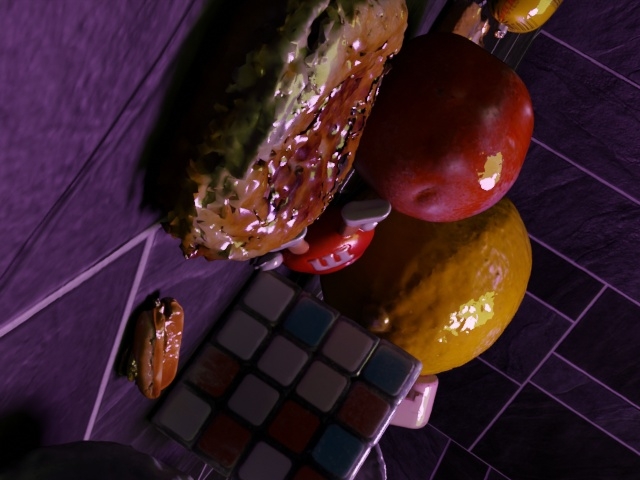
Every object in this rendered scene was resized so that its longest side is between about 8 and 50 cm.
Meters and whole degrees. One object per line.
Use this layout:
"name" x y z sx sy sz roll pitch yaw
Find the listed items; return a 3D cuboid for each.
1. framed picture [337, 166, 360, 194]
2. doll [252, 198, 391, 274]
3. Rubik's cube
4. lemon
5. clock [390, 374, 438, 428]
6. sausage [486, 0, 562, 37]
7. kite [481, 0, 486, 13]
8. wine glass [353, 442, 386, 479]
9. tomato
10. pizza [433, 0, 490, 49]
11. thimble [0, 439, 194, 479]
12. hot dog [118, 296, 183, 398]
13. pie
"framed picture" 0.075 -0.136 1.209 0.149 0.011 0.109 -57 170 6
"doll" 0.000 0.000 0.990 0.183 0.085 0.217 -18 175 -5
"Rubik's cube" -0.042 0.226 1.085 0.256 0.253 0.259 -54 172 -16
"lemon" 0.153 0.063 1.300 0.364 0.364 0.364 -54 170 -14
"clock" 0.055 0.233 1.458 0.309 0.284 0.114 -108 -151 -78
"sausage" 0.367 -0.470 1.222 0.347 0.123 0.123 -58 171 10
"kite" 0.222 -0.310 1.362 0.229 0.016 0.127 -60 173 25
"wine glass" -0.080 0.451 1.321 0.406 0.267 0.267 -15 140 -52
"tomato" 0.147 -0.137 0.960 0.232 0.232 0.188 -56 155 -3
"pizza" 0.206 -0.268 1.239 0.189 0.071 0.297 -57 171 7
"thimble" -0.195 0.271 0.612 0.250 0.205 0.172 -34 156 -23
"hot dog" -0.161 0.102 0.743 0.056 0.041 0.133 -47 159 -47
"pie" -0.015 -0.106 0.624 0.308 0.085 0.308 -53 169 -15
